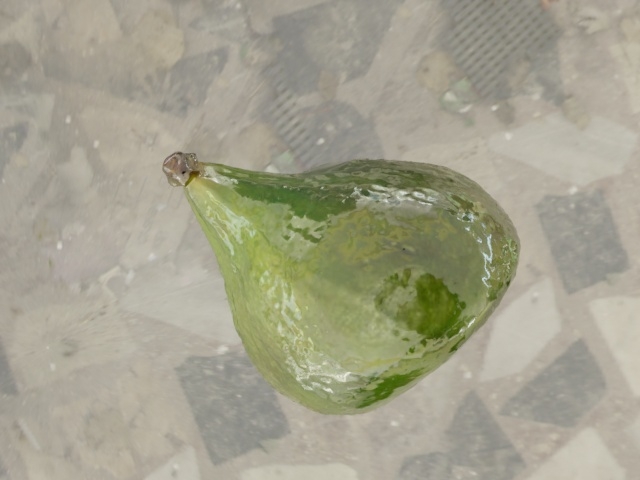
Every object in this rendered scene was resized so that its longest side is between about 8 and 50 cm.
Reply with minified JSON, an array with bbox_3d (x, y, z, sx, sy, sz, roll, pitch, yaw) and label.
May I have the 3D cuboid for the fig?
[{"bbox_3d":[0.000,0.000,0.739,0.235,0.203,0.203,39,76,-6],"label":"fig"}]
